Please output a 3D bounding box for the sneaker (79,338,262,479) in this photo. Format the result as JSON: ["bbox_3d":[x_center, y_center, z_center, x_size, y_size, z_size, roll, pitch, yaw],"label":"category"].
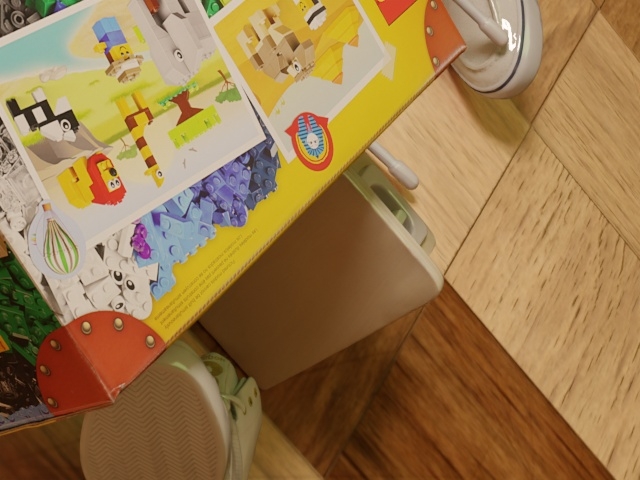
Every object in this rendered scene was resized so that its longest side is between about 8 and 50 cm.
[{"bbox_3d":[-0.107,0.133,1.206,0.108,0.293,0.169,3,46,4],"label":"sneaker"}]

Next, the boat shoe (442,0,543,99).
[{"bbox_3d":[0.133,-0.330,1.829,0.156,0.136,0.367,10,57,-44],"label":"boat shoe"}]

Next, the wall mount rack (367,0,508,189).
[{"bbox_3d":[0.064,-0.233,1.627,0.350,0.130,0.304,-56,150,-18],"label":"wall mount rack"}]

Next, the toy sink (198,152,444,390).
[{"bbox_3d":[0.000,0.000,1.390,0.153,0.234,0.131,48,40,-12],"label":"toy sink"}]

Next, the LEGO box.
[{"bbox_3d":[-0.157,-0.158,1.144,0.372,0.193,0.500,58,44,-15],"label":"LEGO box"}]
